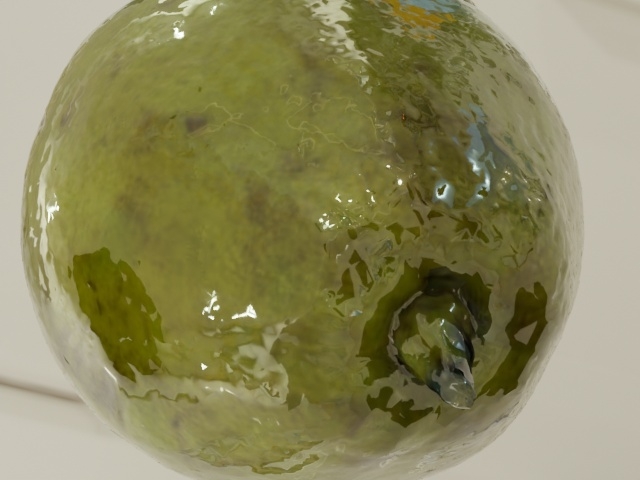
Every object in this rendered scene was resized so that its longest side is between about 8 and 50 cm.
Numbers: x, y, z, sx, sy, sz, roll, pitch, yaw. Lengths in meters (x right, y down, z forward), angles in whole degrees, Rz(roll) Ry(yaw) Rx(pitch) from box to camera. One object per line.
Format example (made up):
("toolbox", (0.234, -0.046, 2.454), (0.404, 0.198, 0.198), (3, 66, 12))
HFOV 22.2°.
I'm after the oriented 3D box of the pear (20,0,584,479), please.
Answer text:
("pear", (0.000, 0.000, 0.800), (0.375, 0.287, 0.287), (-134, 59, -65))
